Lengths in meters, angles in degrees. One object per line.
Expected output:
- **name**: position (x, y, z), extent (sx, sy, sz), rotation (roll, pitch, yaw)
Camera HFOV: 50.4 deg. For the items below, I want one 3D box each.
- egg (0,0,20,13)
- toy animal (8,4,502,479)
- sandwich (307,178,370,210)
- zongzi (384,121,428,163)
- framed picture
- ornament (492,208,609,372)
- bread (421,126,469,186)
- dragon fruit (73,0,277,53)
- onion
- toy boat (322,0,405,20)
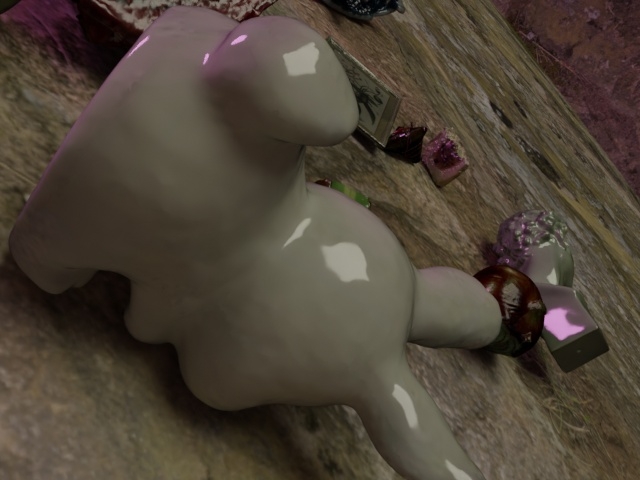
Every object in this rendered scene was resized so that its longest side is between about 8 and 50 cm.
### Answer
- **egg**: position (-0.293, -0.258, 0.488), extent (0.177, 0.177, 0.228), rotation (-1, 44, -53)
- **toy animal**: position (-0.011, 0.016, 0.480), extent (0.368, 0.241, 0.196), rotation (46, 47, -23)
- **sandwich**: position (0.000, 0.000, 0.752), extent (0.074, 0.074, 0.117), rotation (23, 72, -39)
- **zongzi**: position (0.140, -0.157, 1.047), extent (0.083, 0.073, 0.067), rotation (-16, 83, -57)
- **framed picture**: position (0.051, -0.240, 1.071), extent (0.173, 0.010, 0.231), rotation (38, 31, -10)
- **ornament**: position (0.326, 0.062, 1.001), extent (0.130, 0.120, 0.285), rotation (58, 23, -29)
- **bread**: position (0.202, -0.135, 1.109), extent (0.035, 0.070, 0.083), rotation (6, 57, -49)
- **dragon fruit**: position (-0.195, -0.273, 0.685), extent (0.316, 0.152, 0.205), rotation (25, 68, -31)
- **onion**: position (0.230, 0.085, 0.855), extent (0.117, 0.118, 0.119), rotation (56, 21, -38)
- **toy boat**: position (0.064, -0.478, 1.247), extent (0.309, 0.129, 0.142), rotation (6, 38, -51)
